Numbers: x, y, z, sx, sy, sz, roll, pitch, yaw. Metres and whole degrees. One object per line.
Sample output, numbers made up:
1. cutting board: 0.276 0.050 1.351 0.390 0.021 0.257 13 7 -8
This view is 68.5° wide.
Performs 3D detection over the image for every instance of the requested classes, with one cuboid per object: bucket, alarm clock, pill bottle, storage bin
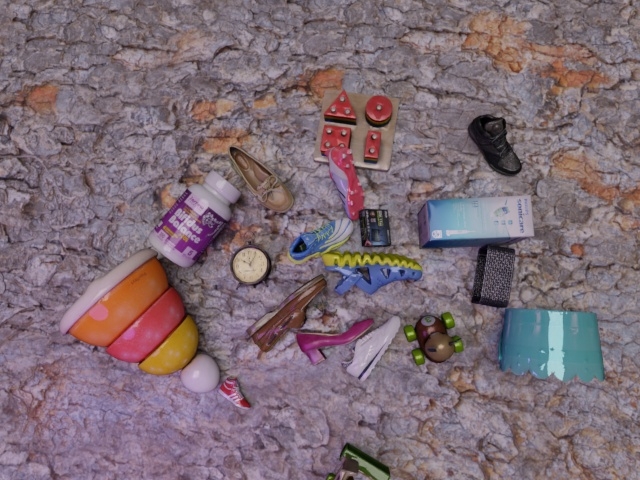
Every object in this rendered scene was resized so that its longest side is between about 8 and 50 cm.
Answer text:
1. bucket: 0.653 0.291 1.341 0.281 0.281 0.183 3 81 5
2. alarm clock: -0.227 0.063 1.537 0.129 0.064 0.192 -4 84 4
3. pill bottle: -0.396 -0.074 1.516 0.169 0.169 0.301 38 87 8
4. storage bin: 0.530 0.111 1.445 0.084 0.122 0.180 11 83 6

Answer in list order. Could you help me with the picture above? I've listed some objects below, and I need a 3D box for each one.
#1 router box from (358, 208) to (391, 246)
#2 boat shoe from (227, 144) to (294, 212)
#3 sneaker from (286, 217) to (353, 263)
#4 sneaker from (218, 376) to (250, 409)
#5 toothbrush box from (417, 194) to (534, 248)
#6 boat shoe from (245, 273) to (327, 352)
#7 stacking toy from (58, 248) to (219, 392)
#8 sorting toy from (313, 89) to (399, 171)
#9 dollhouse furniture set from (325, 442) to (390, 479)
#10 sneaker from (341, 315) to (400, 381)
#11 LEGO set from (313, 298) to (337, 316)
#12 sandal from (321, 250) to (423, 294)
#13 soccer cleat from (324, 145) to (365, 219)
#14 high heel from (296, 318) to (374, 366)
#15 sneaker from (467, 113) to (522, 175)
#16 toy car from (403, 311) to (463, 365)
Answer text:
1. router box: 0.176 -0.040 1.515 0.092 0.038 0.122 -1 81 -27
2. boat shoe: -0.206 -0.202 1.560 0.285 0.089 0.104 42 86 8
3. sneaker: 0.000 0.000 1.497 0.240 0.126 0.091 -33 81 -1
4. sneaker: -0.261 0.482 1.491 0.118 0.042 0.067 30 88 10
5. toothbrush box: 0.458 -0.050 1.426 0.295 0.216 0.126 -2 82 5
6. boat shoe: -0.087 0.231 1.489 0.307 0.111 0.104 -39 85 8
7. stacking toy: -0.500 0.296 1.437 0.350 0.350 0.480 -42 97 -2
8. sorting toy: 0.119 -0.379 1.562 0.257 0.089 0.255 9 83 6
9. dollhouse furniture set: 0.085 0.716 1.300 0.151 0.301 0.198 29 82 10
10. sneaker: 0.163 0.322 1.465 0.095 0.090 0.235 35 84 18
11. LEGO set: 0.013 0.220 1.522 0.083 0.023 0.054 44 89 -5
12. sandal: 0.161 0.106 1.484 0.317 0.126 0.138 2 96 8
13. soccer cleat: 0.079 -0.185 1.520 0.083 0.095 0.248 -34 121 -36
14. high heel: 0.045 0.286 1.485 0.244 0.082 0.117 -34 75 5
15. sneaker: 0.566 -0.308 1.500 0.087 0.130 0.227 -33 83 1
16. toy car: 0.347 0.298 1.398 0.155 0.188 0.149 -19 81 1
